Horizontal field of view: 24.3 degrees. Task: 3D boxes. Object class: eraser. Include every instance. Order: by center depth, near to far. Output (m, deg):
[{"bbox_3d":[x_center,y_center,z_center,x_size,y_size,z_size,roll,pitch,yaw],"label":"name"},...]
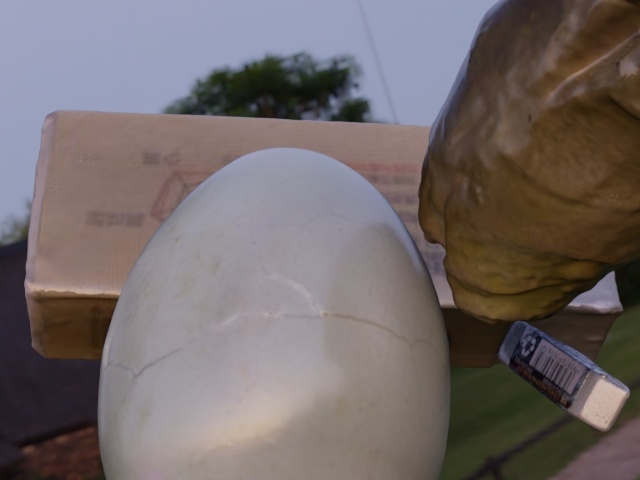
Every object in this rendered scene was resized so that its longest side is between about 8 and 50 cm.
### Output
[{"bbox_3d":[0.118,0.065,0.730,0.019,0.027,0.099,24,5,-23],"label":"eraser"},{"bbox_3d":[0.000,0.000,0.903,0.343,0.144,0.078,3,-37,-5],"label":"eraser"}]

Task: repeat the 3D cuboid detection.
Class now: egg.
[{"bbox_3d":[-0.019,0.056,0.644,0.151,0.209,0.151,1,-26,1],"label":"egg"}]

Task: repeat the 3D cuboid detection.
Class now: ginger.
[{"bbox_3d":[0.112,-0.061,0.555,0.116,0.109,0.263,-51,0,-33],"label":"ginger"}]
